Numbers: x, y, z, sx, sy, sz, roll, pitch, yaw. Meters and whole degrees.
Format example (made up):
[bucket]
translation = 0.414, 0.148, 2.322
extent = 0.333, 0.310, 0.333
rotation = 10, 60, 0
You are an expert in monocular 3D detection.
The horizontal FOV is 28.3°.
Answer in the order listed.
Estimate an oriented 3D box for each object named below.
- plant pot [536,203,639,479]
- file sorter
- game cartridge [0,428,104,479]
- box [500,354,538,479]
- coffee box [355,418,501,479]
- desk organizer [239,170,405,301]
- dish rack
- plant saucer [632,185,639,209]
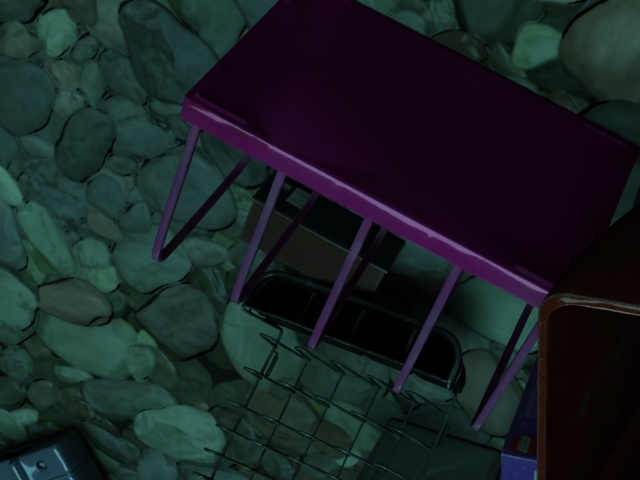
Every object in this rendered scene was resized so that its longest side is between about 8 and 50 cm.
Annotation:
[plant pot]
translation = 0.299, 0.098, 0.827
extent = 0.267, 0.236, 0.267
rotation = 8, 125, 21
[file sorter]
translation = 0.049, -0.021, 0.954
extent = 0.291, 0.202, 0.182
rotation = 28, 132, 6
[game cartridge]
translation = -0.371, 0.367, 1.447
extent = 0.355, 0.068, 0.230
rotation = -22, 96, 25
[box]
translation = 0.193, 0.226, 1.045
extent = 0.057, 0.201, 0.293
rotation = 9, 124, 19
[coffee box]
translation = 0.078, 0.343, 1.198
extent = 0.119, 0.168, 0.297
rotation = 16, 127, 16
[desk organizer]
translation = 0.000, 0.000, 1.087
extent = 0.130, 0.047, 0.050
rotation = 29, 131, 6
[dish rack]
translation = -0.009, 0.180, 1.060
extent = 0.208, 0.271, 0.074
rotation = 18, 167, 30
[plant saucer]
translation = 0.378, 0.026, 0.925
extent = 0.311, 0.050, 0.310
rotation = 13, 127, 18
